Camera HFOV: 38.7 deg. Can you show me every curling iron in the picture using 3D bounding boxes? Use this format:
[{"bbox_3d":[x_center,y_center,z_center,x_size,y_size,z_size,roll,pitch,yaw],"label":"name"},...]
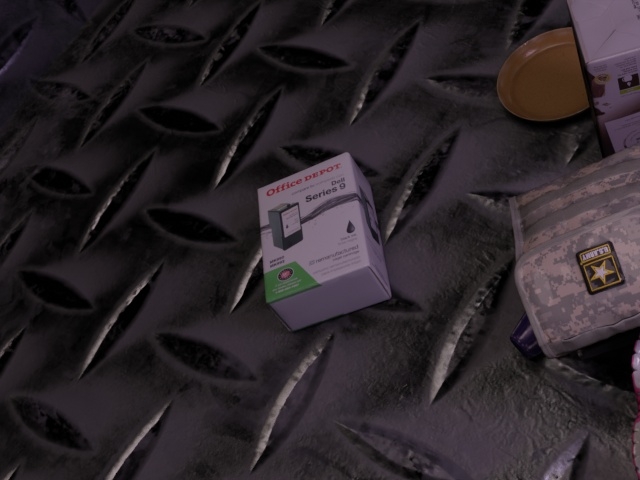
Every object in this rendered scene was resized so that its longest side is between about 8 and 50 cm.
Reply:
[{"bbox_3d":[0.524,0.120,1.406,0.274,0.035,0.068,-31,33,10],"label":"curling iron"}]

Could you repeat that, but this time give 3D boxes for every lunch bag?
[{"bbox_3d":[0.410,0.022,1.315,0.235,0.169,0.287,-24,32,24],"label":"lunch bag"}]

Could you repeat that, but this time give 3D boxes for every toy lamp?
[{"bbox_3d":[0.420,0.083,1.466,0.275,0.080,0.080,-40,47,-5],"label":"toy lamp"}]

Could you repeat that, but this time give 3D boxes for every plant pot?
[{"bbox_3d":[0.461,-0.316,1.765,0.236,0.032,0.236,-16,51,21],"label":"plant pot"}]

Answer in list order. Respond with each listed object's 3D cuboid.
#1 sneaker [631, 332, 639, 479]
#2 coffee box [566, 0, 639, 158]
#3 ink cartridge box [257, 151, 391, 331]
[{"bbox_3d":[0.506,0.228,1.300,0.111,0.103,0.252,-3,62,23],"label":"sneaker"},{"bbox_3d":[0.503,-0.261,1.518,0.119,0.297,0.168,-15,50,16],"label":"coffee box"},{"bbox_3d":[0.000,0.000,1.736,0.211,0.121,0.289,-21,49,15],"label":"ink cartridge box"}]
